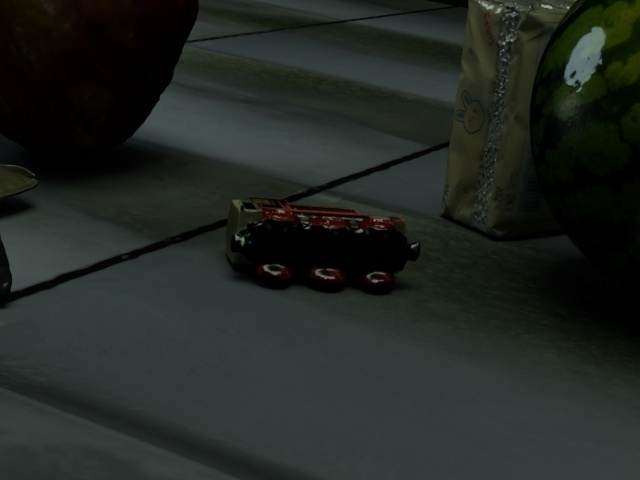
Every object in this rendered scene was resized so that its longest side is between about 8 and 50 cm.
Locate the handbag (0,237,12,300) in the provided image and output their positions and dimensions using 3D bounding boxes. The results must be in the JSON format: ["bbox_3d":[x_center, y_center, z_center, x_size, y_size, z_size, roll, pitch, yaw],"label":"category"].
[{"bbox_3d":[-0.324,-0.049,0.806,0.254,0.089,0.211,0,60,-32],"label":"handbag"}]

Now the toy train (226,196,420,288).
[{"bbox_3d":[0.000,0.000,0.965,0.137,0.050,0.087,4,14,-14],"label":"toy train"}]

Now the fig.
[{"bbox_3d":[-0.223,-0.188,1.151,0.223,0.224,0.263,12,-3,14],"label":"fig"}]

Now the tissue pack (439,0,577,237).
[{"bbox_3d":[0.188,-0.111,1.150,0.148,0.196,0.092,-6,22,-38],"label":"tissue pack"}]

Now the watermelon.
[{"bbox_3d":[0.297,-0.087,0.975,0.285,0.285,0.285,7,17,-2],"label":"watermelon"}]

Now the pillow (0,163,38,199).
[{"bbox_3d":[-0.334,-0.057,1.027,0.217,0.033,0.130,16,18,26],"label":"pillow"}]
